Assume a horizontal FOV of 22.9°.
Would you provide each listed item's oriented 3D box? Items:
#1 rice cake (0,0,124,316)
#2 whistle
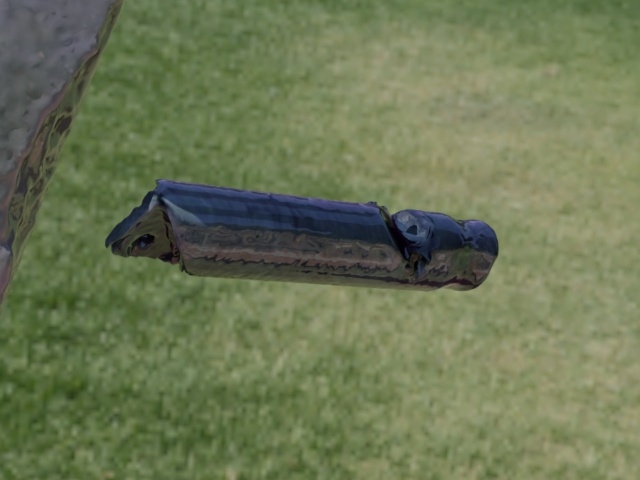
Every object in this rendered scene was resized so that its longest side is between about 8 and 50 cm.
[{"bbox_3d":[-0.083,-0.099,0.493,0.070,0.399,0.064,21,12,-15],"label":"rice cake"},{"bbox_3d":[0.000,0.000,0.574,0.176,0.033,0.033,5,16,-44],"label":"whistle"}]
